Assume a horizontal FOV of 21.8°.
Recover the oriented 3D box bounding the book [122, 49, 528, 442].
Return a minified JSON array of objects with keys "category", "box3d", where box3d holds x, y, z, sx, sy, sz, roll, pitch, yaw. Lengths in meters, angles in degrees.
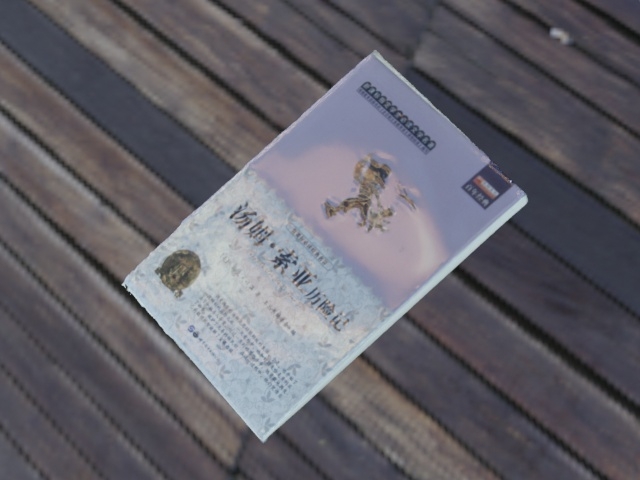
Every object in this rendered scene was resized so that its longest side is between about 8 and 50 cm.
[{"category":"book","box3d":[0.000,0.000,0.842,0.182,0.014,0.127,-42,58,-3]}]
